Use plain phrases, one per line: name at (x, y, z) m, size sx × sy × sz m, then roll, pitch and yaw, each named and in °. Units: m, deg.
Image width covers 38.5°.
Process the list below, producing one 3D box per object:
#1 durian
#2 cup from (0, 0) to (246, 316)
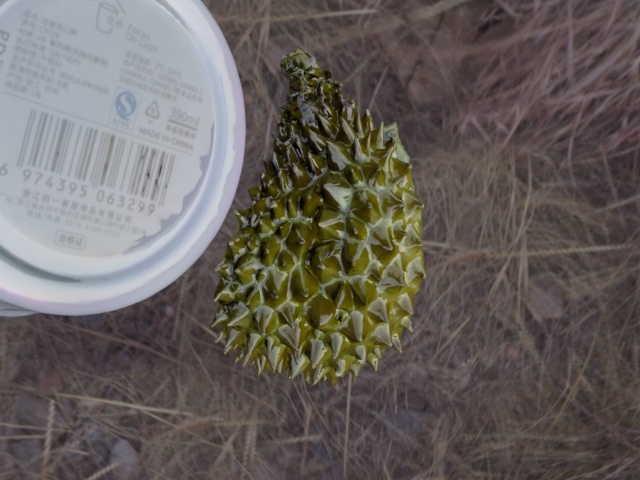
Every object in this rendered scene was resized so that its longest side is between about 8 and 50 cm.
durian at (0.000, 0.000, 0.772) m, size 0.172 × 0.166 × 0.306 m, roll 3°, pitch 113°, yaw 0°
cup at (-0.235, -0.080, 0.619) m, size 0.371 × 0.253 × 0.253 m, roll 9°, pitch 65°, yaw 47°
